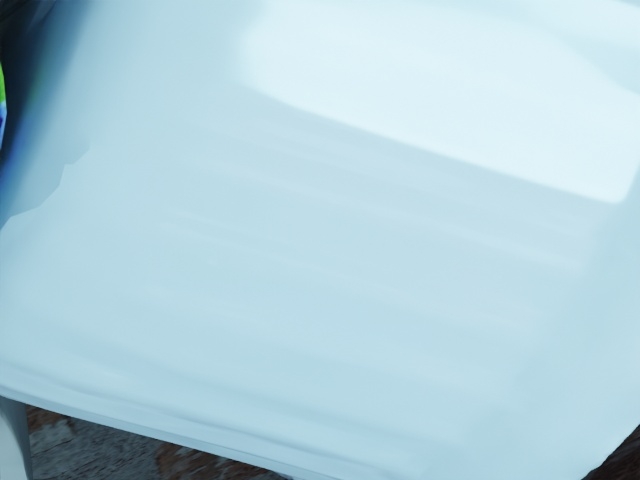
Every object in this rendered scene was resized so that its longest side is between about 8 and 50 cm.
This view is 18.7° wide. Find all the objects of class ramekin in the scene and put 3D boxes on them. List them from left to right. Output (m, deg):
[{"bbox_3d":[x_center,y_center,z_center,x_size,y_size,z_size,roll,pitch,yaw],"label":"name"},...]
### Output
[{"bbox_3d":[-0.008,-0.079,0.456,0.135,0.277,0.277,14,145,-21],"label":"ramekin"}]

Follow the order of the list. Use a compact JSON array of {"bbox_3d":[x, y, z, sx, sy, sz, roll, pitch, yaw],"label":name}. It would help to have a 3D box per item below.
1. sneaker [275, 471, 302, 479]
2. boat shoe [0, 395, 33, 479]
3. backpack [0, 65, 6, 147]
[{"bbox_3d":[0.000,0.000,0.857,0.180,0.125,0.321,-35,-156,-23],"label":"sneaker"},{"bbox_3d":[-0.219,0.061,0.865,0.158,0.127,0.340,-8,159,-5],"label":"boat shoe"},{"bbox_3d":[-0.217,-0.074,0.311,0.290,0.273,0.355,-42,170,21],"label":"backpack"}]
